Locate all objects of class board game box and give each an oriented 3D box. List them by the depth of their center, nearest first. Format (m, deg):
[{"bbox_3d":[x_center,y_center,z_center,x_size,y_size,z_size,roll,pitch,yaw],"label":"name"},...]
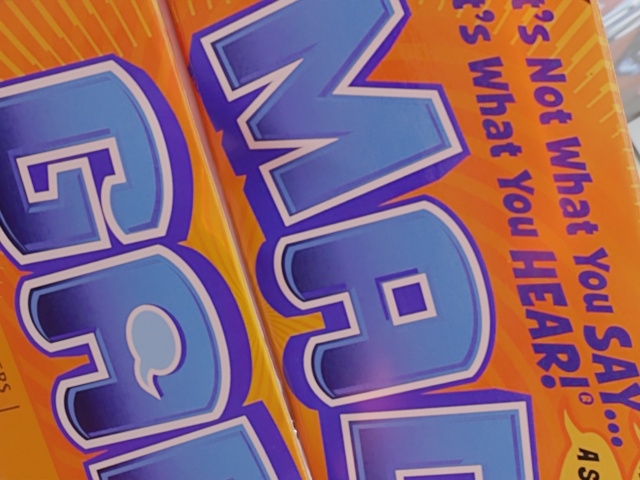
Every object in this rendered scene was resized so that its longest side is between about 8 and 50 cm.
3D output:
[{"bbox_3d":[0.000,0.000,0.570,0.356,0.356,0.356,-55,128,-75],"label":"board game box"}]
